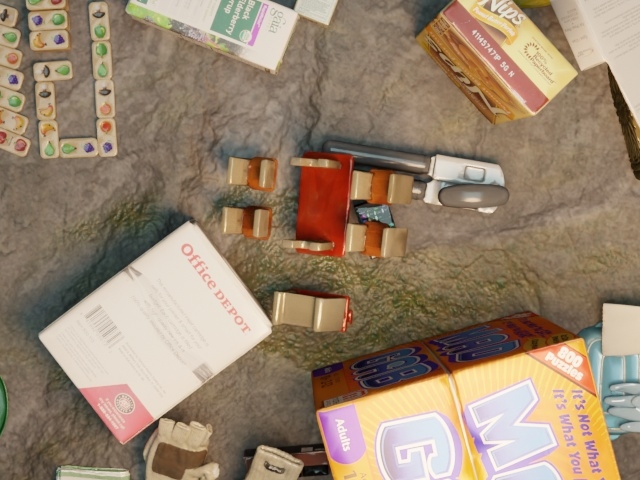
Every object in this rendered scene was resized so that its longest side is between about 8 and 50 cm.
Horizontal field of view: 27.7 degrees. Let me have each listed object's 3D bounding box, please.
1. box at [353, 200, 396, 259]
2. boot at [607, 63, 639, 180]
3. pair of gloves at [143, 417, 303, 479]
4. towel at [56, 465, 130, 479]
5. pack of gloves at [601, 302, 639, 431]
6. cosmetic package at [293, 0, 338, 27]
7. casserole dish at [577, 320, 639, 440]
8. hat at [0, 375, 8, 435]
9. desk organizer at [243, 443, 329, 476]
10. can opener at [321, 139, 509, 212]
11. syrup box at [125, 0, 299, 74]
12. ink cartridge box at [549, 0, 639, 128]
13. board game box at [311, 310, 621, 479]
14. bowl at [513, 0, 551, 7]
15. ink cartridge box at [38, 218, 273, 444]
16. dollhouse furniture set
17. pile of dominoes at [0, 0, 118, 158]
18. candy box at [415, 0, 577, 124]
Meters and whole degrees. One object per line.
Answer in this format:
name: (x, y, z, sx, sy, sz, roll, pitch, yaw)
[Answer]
box: (0.086, -0.020, 1.949, 0.052, 0.062, 0.083, -18, 93, 1)
boot: (0.580, -0.222, 1.944, 0.269, 0.089, 0.236, -14, 96, -4)
pair of gloves: (-0.152, 0.361, 1.937, 0.240, 0.042, 0.204, 16, 121, 6)
towel: (-0.351, 0.423, 1.983, 0.113, 0.023, 0.152, 4, 93, -1)
pack of gloves: (0.535, 0.193, 1.919, 0.232, 0.046, 0.195, 3, 99, 28)
cosmetic package: (0.005, -0.382, 1.937, 0.060, 0.041, 0.115, 22, 92, -2)
casserole dish: (0.443, 0.217, 1.984, 0.114, 0.037, 0.188, 2, 94, -1)
hat: (-0.562, 0.270, 1.889, 0.173, 0.183, 0.208, 9, 93, -2)
desk organizer: (-0.050, 0.343, 1.974, 0.130, 0.047, 0.050, -4, 96, -1)
can opener: (0.140, -0.096, 1.929, 0.283, 0.095, 0.076, 9, 92, -2)
syrup box: (-0.156, -0.331, 1.909, 0.237, 0.096, 0.093, 21, 92, -1)
ink cartridge box: (0.496, -0.313, 1.881, 0.296, 0.066, 0.261, -29, 96, -25)
board game box: (0.204, 0.329, 1.823, 0.356, 0.356, 0.356, -16, 93, -1)
bowl: (0.312, -0.491, 1.882, 0.289, 0.156, 0.289, 0, 93, -1)
ink cartridge box: (-0.237, 0.131, 1.922, 0.283, 0.117, 0.207, -37, 93, 1)
dollhouse furniture set: (0.000, 0.000, 1.902, 0.262, 0.135, 0.259, 7, 93, 24)
pile of dominoes: (-0.409, -0.245, 1.936, 0.196, 0.040, 0.251, -4, 93, -1)
candy box: (0.236, -0.259, 1.811, 0.087, 0.316, 0.183, -42, 93, 0)
